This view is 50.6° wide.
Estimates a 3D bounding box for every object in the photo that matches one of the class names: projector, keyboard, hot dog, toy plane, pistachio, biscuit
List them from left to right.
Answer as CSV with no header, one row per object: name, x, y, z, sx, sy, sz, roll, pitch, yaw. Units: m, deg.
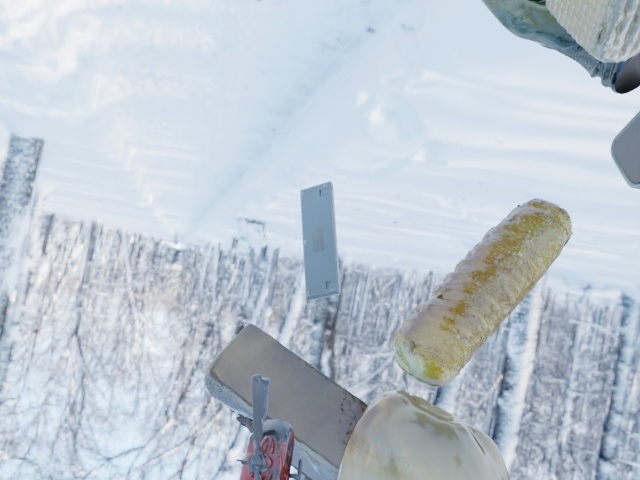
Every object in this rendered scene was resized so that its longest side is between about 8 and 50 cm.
toy plane,-0.037,0.155,0.405,0.037,0.060,0.145,1,-138,7
keyboard,-0.001,0.000,0.998,0.055,0.176,0.014,-14,157,24
pistachio,0.086,0.228,0.554,0.144,0.215,0.144,-11,178,0
hot dog,0.177,0.040,0.712,0.083,0.068,0.289,18,-136,38
biscuit,0.250,-0.270,0.549,0.062,0.108,0.238,-14,142,-11
projector,0.415,-0.105,0.811,0.082,0.083,0.083,7,138,-23

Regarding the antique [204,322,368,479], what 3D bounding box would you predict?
antique,0.009,0.222,0.777,0.310,0.087,0.093,33,145,14

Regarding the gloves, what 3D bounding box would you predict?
gloves,0.270,-0.274,0.771,0.135,0.268,0.107,-32,163,-5
